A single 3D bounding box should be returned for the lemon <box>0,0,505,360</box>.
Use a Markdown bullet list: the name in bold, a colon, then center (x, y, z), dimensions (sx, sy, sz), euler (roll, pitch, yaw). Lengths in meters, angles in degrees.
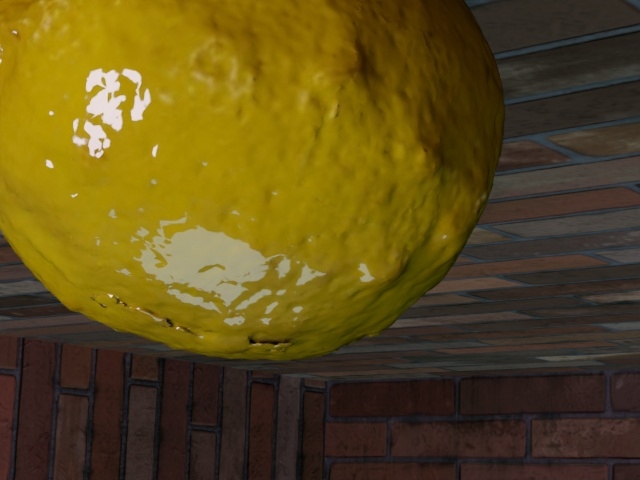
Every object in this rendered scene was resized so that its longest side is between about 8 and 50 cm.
- **lemon**: center (-0.046, -0.064, 0.723), dimensions (0.284, 0.261, 0.260), euler (-7, 178, -41)
